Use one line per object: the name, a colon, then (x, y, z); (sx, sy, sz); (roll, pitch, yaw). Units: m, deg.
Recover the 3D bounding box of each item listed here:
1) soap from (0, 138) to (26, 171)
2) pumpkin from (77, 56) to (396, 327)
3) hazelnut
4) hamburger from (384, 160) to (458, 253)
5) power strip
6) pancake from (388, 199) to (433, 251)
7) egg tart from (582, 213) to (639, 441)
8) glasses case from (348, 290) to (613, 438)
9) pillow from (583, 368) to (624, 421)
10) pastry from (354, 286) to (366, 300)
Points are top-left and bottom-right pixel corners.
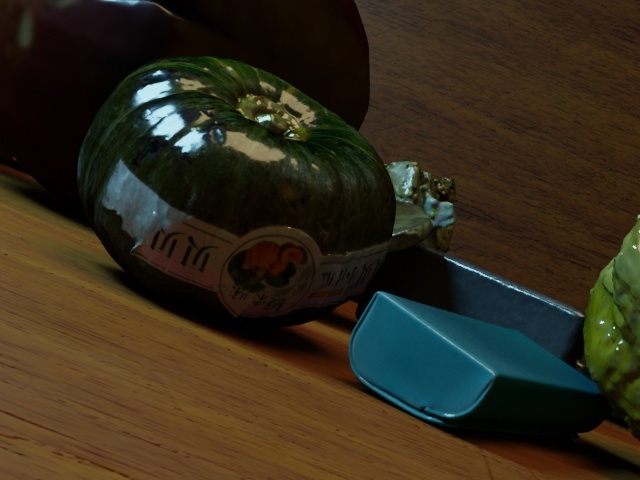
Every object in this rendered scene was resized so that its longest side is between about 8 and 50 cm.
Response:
soap: (-0.427, -0.219, 1.792); (0.324, 0.204, 0.096); (23, 12, 35)
pumpkin: (-0.075, -0.029, 1.117); (0.260, 0.189, 0.260); (26, 24, -13)
hazelnut: (-0.163, -0.184, 1.477); (0.402, 0.402, 0.429); (24, 16, 41)
hamburger: (0.077, -0.009, 2.010); (0.288, 0.192, 0.167); (-9, -24, 38)
power strip: (0.165, 0.085, 1.433); (0.256, 0.105, 0.070); (24, 1, 34)
pancake: (0.000, 0.001, 1.431); (0.222, 0.042, 0.236); (1, 19, 43)
egg tart: (0.345, 0.128, 1.191); (0.339, 0.153, 0.351); (58, 18, 5)
glasses case: (0.135, 0.113, 1.104); (0.117, 0.070, 0.301); (34, 6, 29)
pillow: (0.343, 0.149, 1.616); (0.186, 0.106, 0.250); (30, 6, 10)
pastry: (0.050, 0.030, 1.803); (0.258, 0.089, 0.121); (23, 7, -9)
